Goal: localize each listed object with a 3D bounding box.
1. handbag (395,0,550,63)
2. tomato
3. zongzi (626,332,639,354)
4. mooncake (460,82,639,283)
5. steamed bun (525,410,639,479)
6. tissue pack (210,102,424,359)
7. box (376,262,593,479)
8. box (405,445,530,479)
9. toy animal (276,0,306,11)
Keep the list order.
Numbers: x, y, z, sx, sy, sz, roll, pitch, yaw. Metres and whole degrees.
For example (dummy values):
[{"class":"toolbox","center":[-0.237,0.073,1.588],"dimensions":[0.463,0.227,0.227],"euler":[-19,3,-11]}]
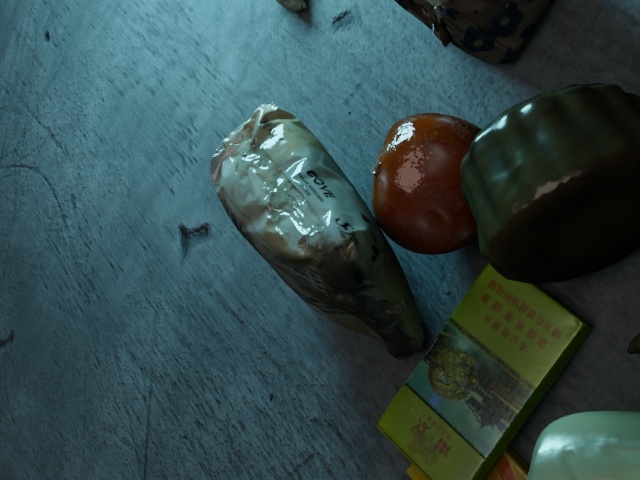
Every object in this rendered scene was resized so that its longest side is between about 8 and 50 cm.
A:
[{"class":"handbag","center":[0.211,-0.409,1.356],"dimensions":[0.251,0.193,0.190],"euler":[43,110,37]},{"class":"tomato","center":[0.184,-0.086,1.332],"dimensions":[0.188,0.232,0.232],"euler":[7,90,24]},{"class":"zongzi","center":[0.602,0.144,0.961],"dimensions":[0.447,0.181,0.418],"euler":[55,136,29]},{"class":"mooncake","center":[0.330,-0.073,1.148],"dimensions":[0.290,0.290,0.161],"euler":[-40,52,33]},{"class":"steamed bun","center":[0.440,0.425,0.985],"dimensions":[0.371,0.290,0.456],"euler":[-3,85,38]},{"class":"tissue pack","center":[0.000,0.000,1.412],"dimensions":[0.195,0.390,0.375],"euler":[-37,54,-2]},{"class":"box","center":[0.242,0.212,1.321],"dimensions":[0.187,0.047,0.335],"euler":[41,103,38]},{"class":"box","center":[0.261,0.392,1.317],"dimensions":[0.269,0.043,0.152],"euler":[46,111,38]},{"class":"toy animal","center":[-0.070,-0.512,1.713],"dimensions":[0.082,0.091,0.114],"euler":[-50,52,10]}]
